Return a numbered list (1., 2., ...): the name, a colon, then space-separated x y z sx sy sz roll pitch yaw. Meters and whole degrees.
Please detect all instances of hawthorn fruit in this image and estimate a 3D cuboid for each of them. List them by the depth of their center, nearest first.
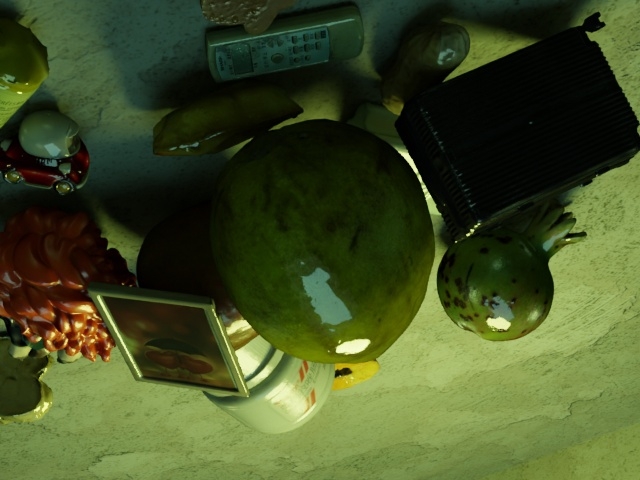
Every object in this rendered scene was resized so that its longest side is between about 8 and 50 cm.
1. hawthorn fruit: -0.157 0.052 2.061 0.301 0.267 0.267 -31 148 0

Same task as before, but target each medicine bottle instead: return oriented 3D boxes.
1. medicine bottle: -0.473 -0.207 1.653 0.124 0.124 0.239 16 138 -40
2. medicine bottle: -0.137 0.224 2.366 0.245 0.245 0.306 -25 141 19

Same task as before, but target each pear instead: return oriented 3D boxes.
1. pear: 0.000 0.000 1.822 0.352 0.352 0.413 -20 127 12

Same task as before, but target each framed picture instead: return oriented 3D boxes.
1. framed picture: -0.243 0.165 1.966 0.211 0.020 0.289 6 144 14

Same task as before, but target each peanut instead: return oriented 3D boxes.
1. peanut: 0.157 -0.263 1.820 0.100 0.099 0.214 0 151 -20

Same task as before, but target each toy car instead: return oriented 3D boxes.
1. toy car: -0.416 -0.144 1.804 0.139 0.112 0.112 4 132 -10

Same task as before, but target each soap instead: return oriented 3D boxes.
1. soap: 0.164 -0.130 2.041 0.290 0.095 0.173 7 143 -30

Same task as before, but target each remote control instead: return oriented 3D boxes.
1. remote control: -0.052 -0.288 1.757 0.234 0.038 0.098 -10 149 -3

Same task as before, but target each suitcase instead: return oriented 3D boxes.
1. suitcase: 0.305 -0.167 1.800 0.335 0.229 0.152 -24 173 -16

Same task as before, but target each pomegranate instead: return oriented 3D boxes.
1. pomegranate: 0.361 0.052 2.318 0.242 0.242 0.306 11 122 -34

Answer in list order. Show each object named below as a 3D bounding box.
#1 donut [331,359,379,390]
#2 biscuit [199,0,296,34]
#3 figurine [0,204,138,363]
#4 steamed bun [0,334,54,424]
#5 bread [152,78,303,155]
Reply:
1. donut: 0.035 0.275 2.686 0.190 0.074 0.174 -7 148 -18
2. biscuit: -0.097 -0.336 1.664 0.140 0.023 0.118 -12 141 -4
3. figurine: -0.479 0.096 2.077 0.306 0.241 0.412 38 146 -21
4. steamed bun: -0.616 0.280 2.345 0.192 0.177 0.106 -3 152 -8
5. bread: -0.148 -0.182 1.809 0.233 0.088 0.161 -21 179 -9
